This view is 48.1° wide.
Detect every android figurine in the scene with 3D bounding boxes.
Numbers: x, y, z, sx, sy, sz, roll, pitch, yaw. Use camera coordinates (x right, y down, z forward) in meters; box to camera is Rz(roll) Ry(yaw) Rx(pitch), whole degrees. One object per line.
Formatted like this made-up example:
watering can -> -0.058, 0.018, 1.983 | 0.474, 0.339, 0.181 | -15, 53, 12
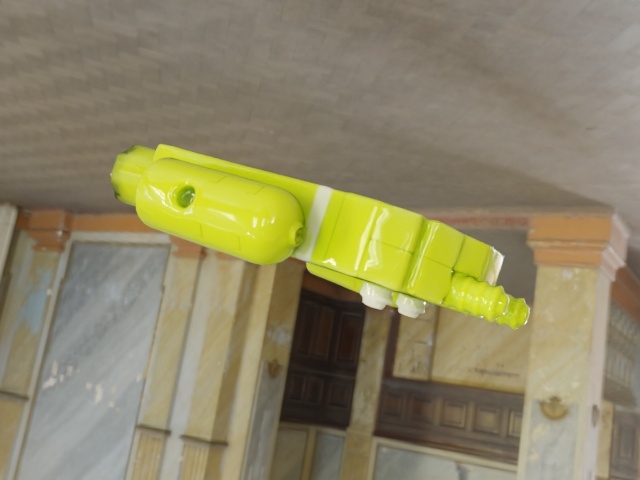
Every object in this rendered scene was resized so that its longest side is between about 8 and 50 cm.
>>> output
android figurine -> 0.000, 0.000, 0.470 | 0.273, 0.056, 0.248 | 19, 178, 26
